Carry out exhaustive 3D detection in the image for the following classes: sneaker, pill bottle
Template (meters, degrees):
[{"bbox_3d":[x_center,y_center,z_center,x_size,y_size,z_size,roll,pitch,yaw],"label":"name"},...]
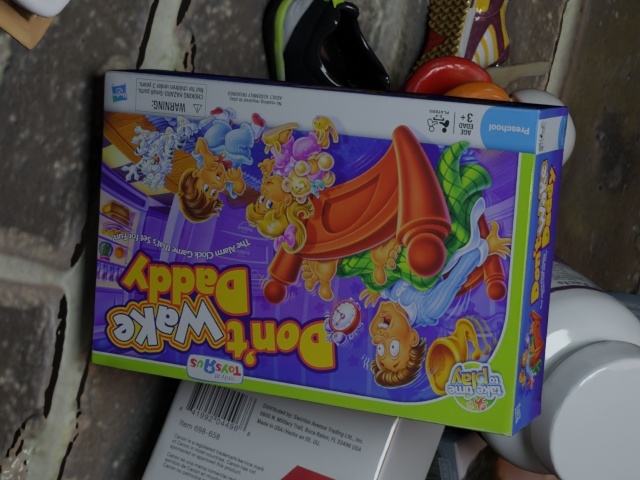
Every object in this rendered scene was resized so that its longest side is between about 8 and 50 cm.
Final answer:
[{"bbox_3d":[0.016,-0.108,1.373,0.084,0.097,0.235,-36,121,-32],"label":"sneaker"},{"bbox_3d":[0.135,-0.162,1.494,0.084,0.069,0.185,20,85,-39],"label":"sneaker"},{"bbox_3d":[0.189,0.103,1.411,0.169,0.301,0.169,-7,112,-18],"label":"pill bottle"}]

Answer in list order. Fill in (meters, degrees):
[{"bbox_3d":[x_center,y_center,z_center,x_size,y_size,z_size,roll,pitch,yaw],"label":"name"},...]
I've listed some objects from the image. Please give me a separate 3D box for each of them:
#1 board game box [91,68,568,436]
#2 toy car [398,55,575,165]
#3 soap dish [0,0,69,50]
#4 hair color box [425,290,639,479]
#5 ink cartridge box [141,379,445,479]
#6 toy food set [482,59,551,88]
[{"bbox_3d":[0.000,0.000,1.208,0.078,0.347,0.233,-16,111,-65],"label":"board game box"},{"bbox_3d":[0.116,-0.088,1.362,0.159,0.182,0.136,-29,86,-6],"label":"toy car"},{"bbox_3d":[-0.250,-0.302,1.068,0.291,0.118,0.229,40,72,-41],"label":"soap dish"},{"bbox_3d":[0.234,0.204,1.631,0.374,0.113,0.185,-24,112,-37],"label":"hair color box"},{"bbox_3d":[0.002,0.113,1.325,0.114,0.197,0.273,37,73,-63],"label":"ink cartridge box"},{"bbox_3d":[0.164,-0.075,1.506,0.132,0.038,0.192,-16,134,-44],"label":"toy food set"}]
